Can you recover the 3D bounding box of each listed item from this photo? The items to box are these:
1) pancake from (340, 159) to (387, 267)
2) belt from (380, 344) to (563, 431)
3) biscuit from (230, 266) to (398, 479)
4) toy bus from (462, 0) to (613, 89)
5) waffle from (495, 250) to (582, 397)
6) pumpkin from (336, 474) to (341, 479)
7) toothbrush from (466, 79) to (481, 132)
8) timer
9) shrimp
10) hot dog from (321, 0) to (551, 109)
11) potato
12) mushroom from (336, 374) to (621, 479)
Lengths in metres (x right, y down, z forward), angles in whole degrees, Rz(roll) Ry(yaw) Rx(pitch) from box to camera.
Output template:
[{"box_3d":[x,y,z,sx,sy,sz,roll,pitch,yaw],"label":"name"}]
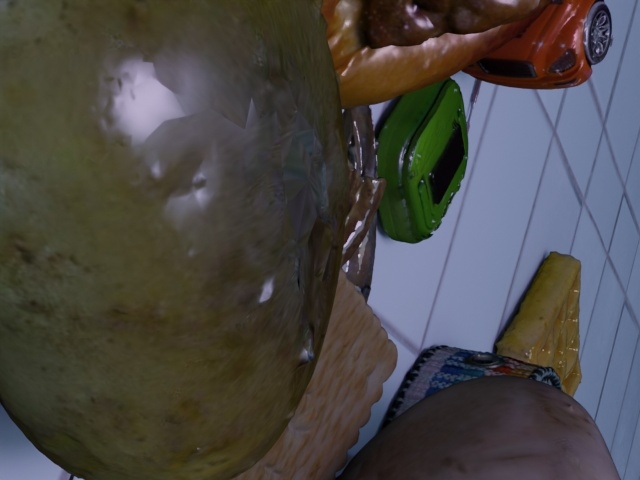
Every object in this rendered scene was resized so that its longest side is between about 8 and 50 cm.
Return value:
[{"box_3d":[-0.023,-0.031,0.707,0.190,0.020,0.184,-23,122,-39],"label":"pancake"},{"box_3d":[0.153,0.244,1.051,0.295,0.160,0.207,-53,143,-42],"label":"belt"},{"box_3d":[-0.054,0.172,0.709,0.325,0.044,0.217,-61,153,-14],"label":"biscuit"},{"box_3d":[0.196,-0.310,0.954,0.153,0.143,0.329,9,93,-53],"label":"toy bus"},{"box_3d":[0.300,0.173,1.425,0.221,0.055,0.248,-50,142,-44],"label":"waffle"},{"box_3d":[0.012,0.229,0.913,0.083,0.028,0.050,-29,125,-43],"label":"pumpkin"},{"box_3d":[0.159,-0.152,1.081,0.008,0.006,0.097,34,70,-57],"label":"toothbrush"},{"box_3d":[0.093,-0.073,0.937,0.140,0.047,0.128,-58,147,-35],"label":"timer"},{"box_3d":[0.000,0.000,0.794,0.126,0.047,0.223,0,101,-53],"label":"shrimp"},{"box_3d":[0.095,-0.260,0.680,0.405,0.223,0.185,-62,146,-31],"label":"hot dog"},{"box_3d":[-0.082,-0.016,0.481,0.210,0.173,0.307,-49,143,-48],"label":"potato"},{"box_3d":[0.139,0.270,0.806,0.290,0.292,0.292,47,47,-9],"label":"mushroom"}]
